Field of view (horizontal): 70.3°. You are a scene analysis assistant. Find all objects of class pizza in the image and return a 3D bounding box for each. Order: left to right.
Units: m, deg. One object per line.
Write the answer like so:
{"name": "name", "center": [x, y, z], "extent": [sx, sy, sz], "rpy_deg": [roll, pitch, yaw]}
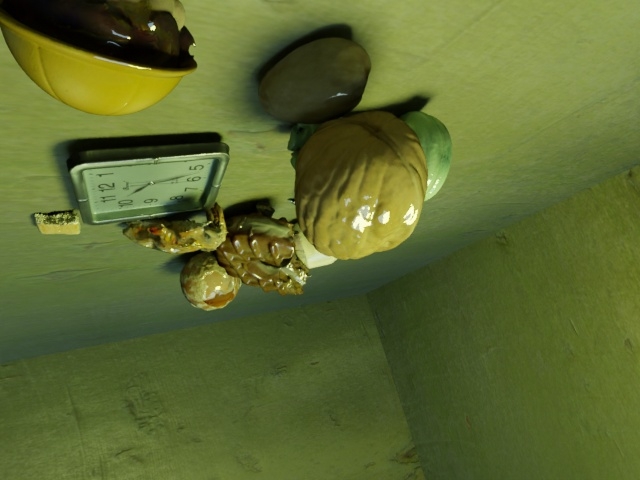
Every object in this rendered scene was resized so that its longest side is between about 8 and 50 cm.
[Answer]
{"name": "pizza", "center": [-0.312, -0.006, 1.065], "extent": [0.296, 0.071, 0.189], "rpy_deg": [-3, 162, 32]}

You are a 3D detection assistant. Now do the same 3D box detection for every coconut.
{"name": "coconut", "center": [0.000, 0.000, 1.452], "extent": [0.182, 0.171, 0.171], "rpy_deg": [-15, 165, -4]}

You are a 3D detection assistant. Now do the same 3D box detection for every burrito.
{"name": "burrito", "center": [-0.160, -0.067, 1.257], "extent": [0.055, 0.041, 0.149], "rpy_deg": [-27, 166, -23]}

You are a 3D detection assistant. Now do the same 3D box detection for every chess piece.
{"name": "chess piece", "center": [0.094, -0.179, 0.913], "extent": [0.299, 0.195, 0.194], "rpy_deg": [3, 157, -29]}

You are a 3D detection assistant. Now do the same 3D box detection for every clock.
{"name": "clock", "center": [-0.330, -0.113, 0.895], "extent": [0.278, 0.049, 0.273], "rpy_deg": [-10, 164, -25]}

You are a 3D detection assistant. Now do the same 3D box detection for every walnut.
{"name": "walnut", "center": [0.061, -0.082, 0.738], "extent": [0.224, 0.225, 0.261], "rpy_deg": [-11, 149, -20]}

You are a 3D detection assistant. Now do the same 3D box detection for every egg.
{"name": "egg", "center": [-0.356, 0.131, 1.468], "extent": [0.194, 0.195, 0.233], "rpy_deg": [-10, 161, -25]}

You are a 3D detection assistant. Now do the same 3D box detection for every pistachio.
{"name": "pistachio", "center": [-0.009, -0.239, 0.703], "extent": [0.185, 0.108, 0.126], "rpy_deg": [-18, 133, 17]}

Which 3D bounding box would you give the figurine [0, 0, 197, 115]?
{"name": "figurine", "center": [-0.192, -0.229, 0.427], "extent": [0.192, 0.167, 0.257], "rpy_deg": [13, 147, -36]}

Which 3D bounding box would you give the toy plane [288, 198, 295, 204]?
{"name": "toy plane", "center": [0.016, -0.079, 1.308], "extent": [0.246, 0.078, 0.169], "rpy_deg": [15, 106, -40]}

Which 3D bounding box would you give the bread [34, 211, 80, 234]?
{"name": "bread", "center": [-0.555, -0.035, 0.963], "extent": [0.083, 0.035, 0.070], "rpy_deg": [-4, 161, -21]}

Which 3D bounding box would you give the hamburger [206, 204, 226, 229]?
{"name": "hamburger", "center": [-0.263, -0.051, 1.144], "extent": [0.044, 0.076, 0.083], "rpy_deg": [-13, 151, -8]}

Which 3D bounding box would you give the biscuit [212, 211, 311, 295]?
{"name": "biscuit", "center": [-0.174, 0.041, 1.294], "extent": [0.268, 0.115, 0.366], "rpy_deg": [9, 151, 11]}
